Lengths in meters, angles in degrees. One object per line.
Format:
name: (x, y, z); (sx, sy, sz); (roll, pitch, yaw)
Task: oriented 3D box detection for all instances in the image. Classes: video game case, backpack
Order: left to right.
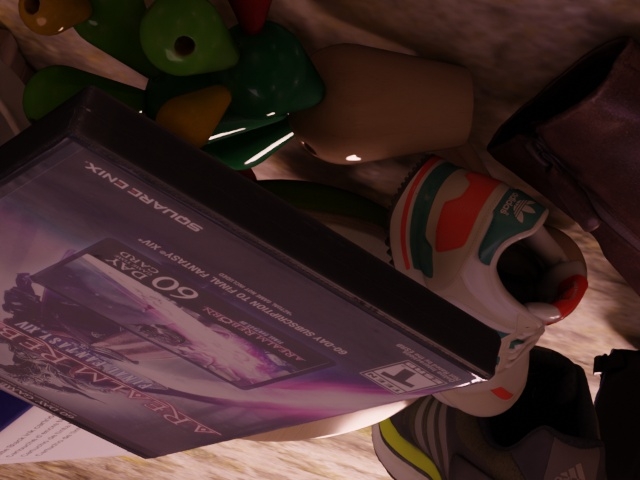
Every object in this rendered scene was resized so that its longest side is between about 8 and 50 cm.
video game case: (-0.084, 0.032, 0.630); (0.196, 0.026, 0.274); (31, 149, -26)
backpack: (0.216, 0.127, 0.876); (0.084, 0.105, 0.114); (3, 159, 39)

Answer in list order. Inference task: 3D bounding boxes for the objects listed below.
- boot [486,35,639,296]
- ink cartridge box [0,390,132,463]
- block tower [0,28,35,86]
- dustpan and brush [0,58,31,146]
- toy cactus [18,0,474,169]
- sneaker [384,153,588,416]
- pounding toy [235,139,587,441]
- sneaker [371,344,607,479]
boot: (0.166, 0.003, 0.648); (0.207, 0.090, 0.248); (33, 163, -4)
ink cartridge box: (-0.135, 0.078, 0.889); (0.224, 0.045, 0.223); (4, 148, -44)
block tower: (-0.188, -0.014, 0.861); (0.097, 0.091, 0.335); (14, 161, 13)
dustpan and brush: (-0.172, -0.066, 0.642); (0.147, 0.211, 0.060); (21, -154, 9)
toy cactus: (-0.030, -0.065, 0.598); (0.180, 0.112, 0.219); (1, 161, -9)
sneaker: (0.082, 0.033, 0.651); (0.075, 0.057, 0.161); (18, 144, 33)
pounding toy: (0.000, 0.000, 0.756); (0.237, 0.110, 0.183); (-24, 133, 22)
sneaker: (0.105, 0.106, 0.827); (0.111, 0.121, 0.300); (10, -163, -13)
